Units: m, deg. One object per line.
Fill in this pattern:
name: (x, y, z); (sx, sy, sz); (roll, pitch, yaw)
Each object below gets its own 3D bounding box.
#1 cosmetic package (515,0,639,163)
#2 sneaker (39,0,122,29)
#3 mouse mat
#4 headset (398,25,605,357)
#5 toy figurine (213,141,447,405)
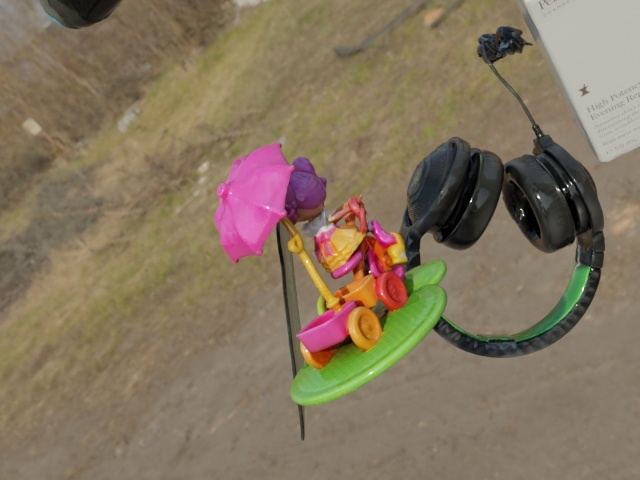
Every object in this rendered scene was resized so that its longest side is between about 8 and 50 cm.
cosmetic package: (0.274, -0.195, 0.929); (0.117, 0.231, 0.085); (-30, 42, 13)
sneaker: (-0.158, -0.349, 0.974); (0.341, 0.139, 0.125); (-53, -27, 3)
mouse mat: (-0.024, 0.051, 0.805); (0.007, 0.190, 0.153); (-5, 23, 1)
headset: (0.216, -0.060, 1.177); (0.243, 0.394, 0.185); (1, 7, -8)
toy figurine: (0.000, 0.000, 0.670); (0.130, 0.159, 0.173); (-27, 12, 40)
